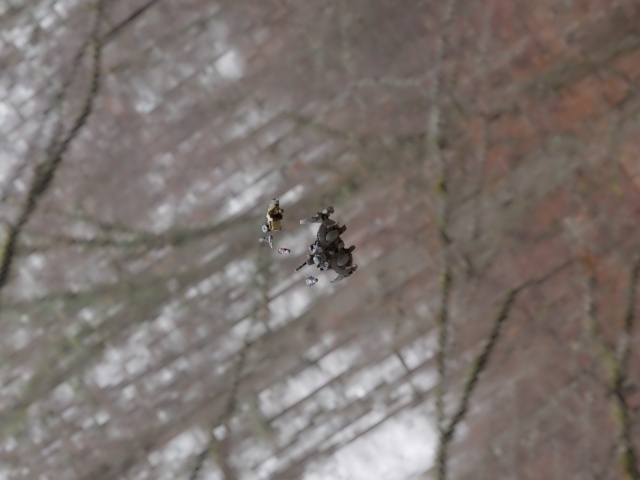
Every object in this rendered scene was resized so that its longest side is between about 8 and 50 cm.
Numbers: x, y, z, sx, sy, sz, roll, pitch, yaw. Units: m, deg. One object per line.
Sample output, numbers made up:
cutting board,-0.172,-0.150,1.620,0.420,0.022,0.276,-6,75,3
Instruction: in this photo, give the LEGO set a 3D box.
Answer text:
LEGO set,-0.001,0.002,1.074,0.083,0.023,0.054,7,-100,-45
